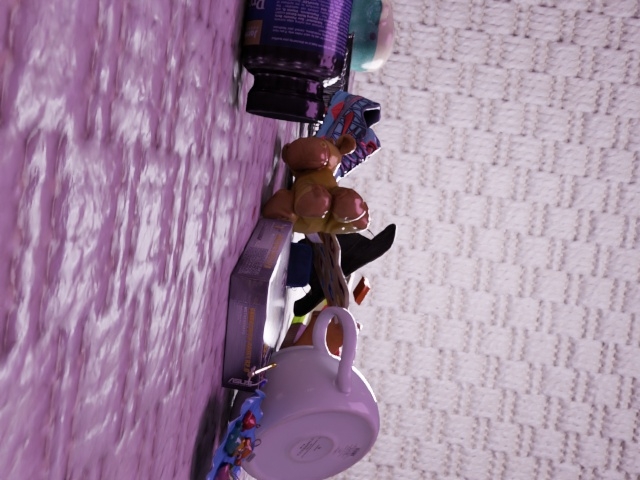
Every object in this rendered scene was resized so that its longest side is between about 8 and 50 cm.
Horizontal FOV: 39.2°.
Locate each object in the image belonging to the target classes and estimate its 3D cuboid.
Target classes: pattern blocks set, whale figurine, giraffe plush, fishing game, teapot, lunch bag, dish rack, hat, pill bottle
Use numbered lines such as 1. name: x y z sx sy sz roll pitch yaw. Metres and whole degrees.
1. pattern blocks set: 0.020 0.164 2.127 0.285 0.026 0.324 -22 -143 53
2. whale figurine: 0.091 -0.534 2.110 0.216 0.141 0.271 -151 -118 -74
3. giraffe plush: -0.007 -0.101 1.507 0.210 0.182 0.170 117 -25 -75
4. fishing game: -0.110 0.294 1.221 0.189 0.041 0.264 36 75 -78
5. teapot: -0.033 0.252 1.430 0.252 0.256 0.187 67 3 -47
6. lunch bag: -0.049 0.053 1.803 0.065 0.067 0.098 16 82 -86
7. dish rack: 0.016 -0.312 1.932 0.271 0.074 0.208 -76 172 -54
8. hat: 0.022 0.022 1.993 0.331 0.134 0.331 -38 -175 4
9. pill bottle: -0.027 -0.253 1.060 0.123 0.123 0.219 -21 120 -86

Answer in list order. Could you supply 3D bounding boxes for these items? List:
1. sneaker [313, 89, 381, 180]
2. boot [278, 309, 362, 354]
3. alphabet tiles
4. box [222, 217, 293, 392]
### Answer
1. sneaker: 0.054 -0.191 1.780 0.104 0.125 0.261 76 28 -58
2. boot: -0.025 0.269 1.891 0.283 0.109 0.220 -19 -133 53
3. alphabet tiles: 0.000 0.000 1.737 0.285 0.011 0.342 90 -17 -57
4. box: -0.091 0.091 1.353 0.231 0.056 0.183 -73 171 -68
